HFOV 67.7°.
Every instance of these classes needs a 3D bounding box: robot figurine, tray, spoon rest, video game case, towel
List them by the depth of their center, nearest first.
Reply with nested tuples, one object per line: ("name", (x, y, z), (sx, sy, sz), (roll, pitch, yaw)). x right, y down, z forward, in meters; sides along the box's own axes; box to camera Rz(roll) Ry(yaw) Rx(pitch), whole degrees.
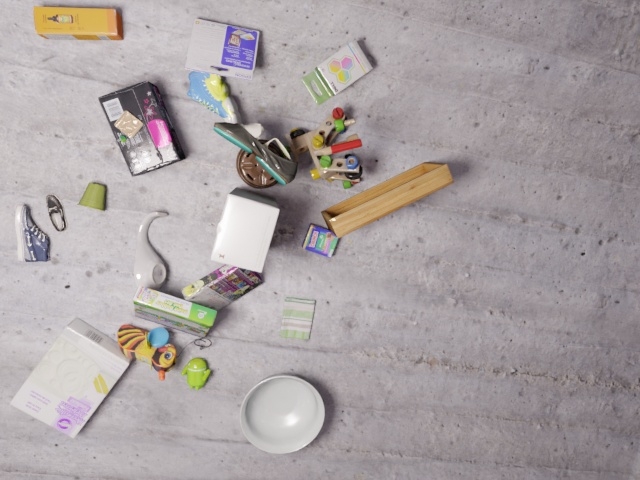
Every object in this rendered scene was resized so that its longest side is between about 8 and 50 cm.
("video game case", (-0.315, 0.151, 1.571), (0.210, 0.232, 0.041), (-30, 69, -1))
("spoon rest", (-0.560, 0.043, 1.574), (0.084, 0.137, 0.276), (3, 87, 20))
("tray", (0.213, -0.140, 1.594), (0.411, 0.203, 0.076), (-26, 104, -2))
("robot figurine", (-0.436, 0.466, 1.684), (0.101, 0.067, 0.115), (8, 101, 21))
("towel", (-0.083, 0.283, 1.723), (0.113, 0.023, 0.152), (7, 99, -8))

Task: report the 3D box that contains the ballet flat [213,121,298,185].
("ballet flat", (-0.180, -0.279, 1.409), (0.280, 0.095, 0.096), (38, 83, -23))

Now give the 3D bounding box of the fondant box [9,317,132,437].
("fondant box", (-0.830, 0.464, 1.615), (0.238, 0.096, 0.330), (36, 95, -13))

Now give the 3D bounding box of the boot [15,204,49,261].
("boot", (-0.920, -0.022, 1.534), (0.086, 0.069, 0.189), (1, 108, -15))

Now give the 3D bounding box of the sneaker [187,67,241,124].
("sneaker", (-0.345, -0.446, 1.525), (0.126, 0.091, 0.240), (-22, 90, 6))

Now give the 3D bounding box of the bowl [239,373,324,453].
("bowl", (-0.140, 0.596, 1.715), (0.298, 0.134, 0.297), (-2, 100, -8))

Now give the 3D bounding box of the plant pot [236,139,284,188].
("plant pot", (-0.192, -0.245, 1.539), (0.167, 0.165, 0.166), (-1, 100, -7))

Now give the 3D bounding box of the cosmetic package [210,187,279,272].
("cosmetic package", (-0.228, -0.045, 1.467), (0.155, 0.365, 0.196), (16, 98, -10))

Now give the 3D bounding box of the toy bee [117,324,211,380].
("toy bee", (-0.543, 0.373, 1.587), (0.298, 0.162, 0.195), (-4, 135, 12))

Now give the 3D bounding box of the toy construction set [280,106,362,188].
("toy construction set", (-0.003, -0.278, 1.504), (0.237, 0.309, 0.257), (-14, 94, 0))

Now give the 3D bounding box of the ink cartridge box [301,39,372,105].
("ink cartridge box", (0.053, -0.549, 1.569), (0.209, 0.062, 0.109), (-35, 104, 0))

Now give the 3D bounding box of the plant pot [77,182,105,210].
("plant pot", (-0.726, -0.142, 1.533), (0.083, 0.083, 0.079), (15, 86, -10))

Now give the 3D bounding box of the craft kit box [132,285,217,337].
("craft kit box", (-0.477, 0.239, 1.553), (0.250, 0.246, 0.061), (21, 67, -12))

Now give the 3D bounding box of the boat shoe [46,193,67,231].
("boat shoe", (-0.855, -0.088, 1.539), (0.046, 0.038, 0.125), (-12, 102, -6))

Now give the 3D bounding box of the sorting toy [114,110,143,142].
("sorting toy", (-0.571, -0.330, 1.403), (0.062, 0.012, 0.083), (39, 90, -16))

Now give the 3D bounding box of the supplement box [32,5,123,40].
("supplement box", (-0.725, -0.650, 1.435), (0.234, 0.080, 0.078), (-2, 100, -9))

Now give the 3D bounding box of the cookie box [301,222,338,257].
("cookie box", (0.000, 0.000, 1.673), (0.107, 0.040, 0.091), (19, 98, -10))

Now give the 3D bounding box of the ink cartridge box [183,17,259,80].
("ink cartridge box", (-0.302, -0.577, 1.473), (0.206, 0.045, 0.208), (8, 65, -10))

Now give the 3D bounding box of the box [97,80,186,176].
("box", (-0.547, -0.341, 1.484), (0.163, 0.142, 0.247), (-20, 101, -3))
